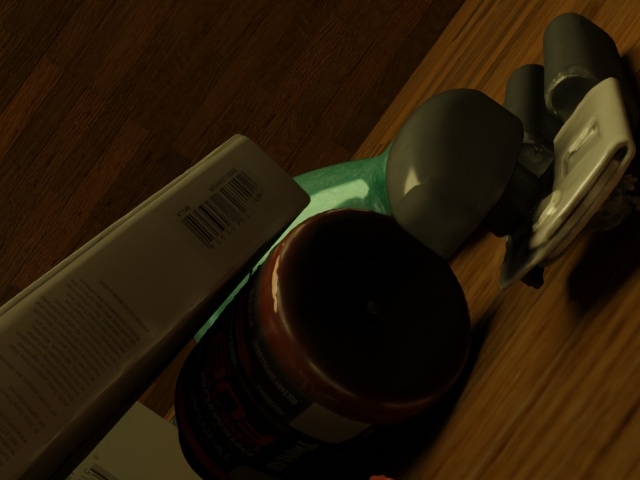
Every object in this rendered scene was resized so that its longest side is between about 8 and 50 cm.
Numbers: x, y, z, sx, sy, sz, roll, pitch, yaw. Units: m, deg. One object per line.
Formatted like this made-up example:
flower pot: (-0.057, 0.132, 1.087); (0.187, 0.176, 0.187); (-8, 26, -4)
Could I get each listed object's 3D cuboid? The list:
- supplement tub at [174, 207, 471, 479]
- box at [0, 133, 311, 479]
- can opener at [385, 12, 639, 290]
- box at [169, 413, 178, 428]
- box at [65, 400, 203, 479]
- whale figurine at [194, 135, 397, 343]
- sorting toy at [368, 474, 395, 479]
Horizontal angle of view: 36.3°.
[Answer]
supplement tub: (-0.013, 0.072, 0.511); (0.106, 0.106, 0.198); (-58, 5, -38)
box: (-0.155, 0.102, 0.509); (0.322, 0.058, 0.232); (-49, -2, 40)
can opener: (0.103, -0.061, 0.457); (0.074, 0.093, 0.280); (-53, 0, 26)
box: (-0.124, 0.197, 1.048); (0.183, 0.059, 0.233); (-57, 4, -15)
box: (-0.248, 0.299, 0.860); (0.345, 0.168, 0.215); (-50, 6, 46)
whale figurine: (0.000, 0.000, 0.689); (0.272, 0.141, 0.216); (-49, 6, 43)
sorting toy: (0.014, 0.120, 0.239); (0.132, 0.046, 0.274); (-56, 5, -16)
